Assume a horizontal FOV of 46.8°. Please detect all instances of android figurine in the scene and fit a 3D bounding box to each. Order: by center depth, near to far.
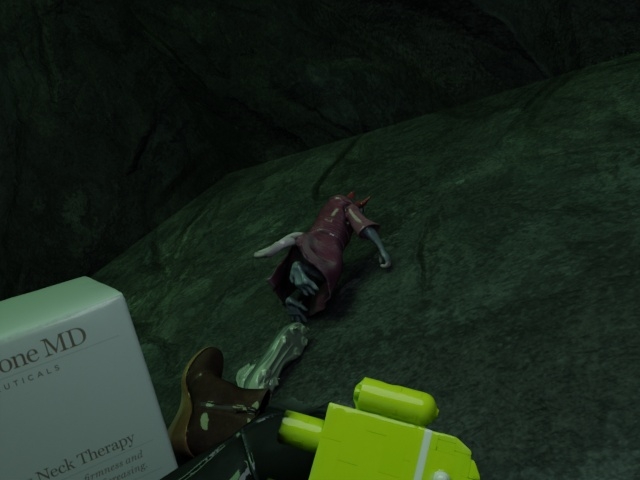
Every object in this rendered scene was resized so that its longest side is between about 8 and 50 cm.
[{"bbox_3d":[0.071,0.292,0.857,0.273,0.056,0.248,15,74,12],"label":"android figurine"}]

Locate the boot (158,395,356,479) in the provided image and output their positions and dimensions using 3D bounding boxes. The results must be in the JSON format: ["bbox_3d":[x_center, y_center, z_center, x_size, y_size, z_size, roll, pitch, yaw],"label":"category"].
[{"bbox_3d":[-0.154,0.380,0.980,0.445,0.146,0.367,-26,2,-26],"label":"boot"}]

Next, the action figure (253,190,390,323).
[{"bbox_3d":[0.000,0.000,1.710,0.248,0.276,0.370,-19,33,46],"label":"action figure"}]

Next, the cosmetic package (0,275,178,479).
[{"bbox_3d":[-0.461,0.303,1.231,0.329,0.393,0.327,-20,12,-25],"label":"cosmetic package"}]

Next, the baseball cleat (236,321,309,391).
[{"bbox_3d":[-0.106,0.240,1.501,0.109,0.072,0.206,-15,22,37],"label":"baseball cleat"}]

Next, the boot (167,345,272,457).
[{"bbox_3d":[-0.174,0.297,1.402,0.207,0.090,0.248,-13,39,28],"label":"boot"}]
